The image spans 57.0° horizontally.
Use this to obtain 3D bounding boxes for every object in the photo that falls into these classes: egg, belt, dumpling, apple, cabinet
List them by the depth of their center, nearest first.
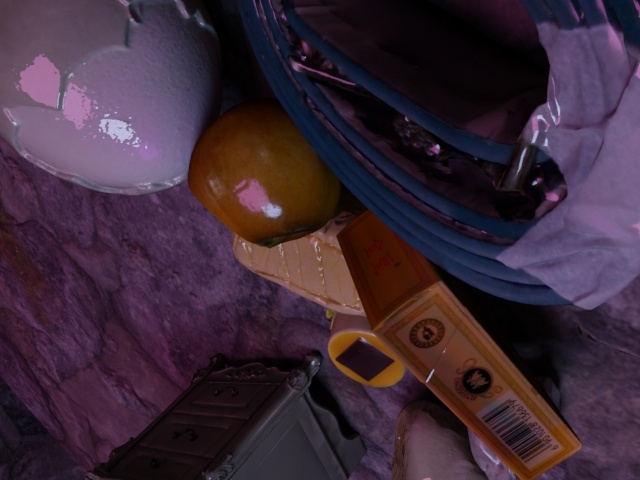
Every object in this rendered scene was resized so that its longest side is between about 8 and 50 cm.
[{"bbox_3d":[0.102,-0.156,0.444,0.436,0.173,0.300,44,149,23],"label":"belt"},{"bbox_3d":[-0.058,-0.062,0.620,0.163,0.146,0.147,-34,74,23],"label":"apple"},{"bbox_3d":[-0.252,-0.205,0.677,0.336,0.278,0.278,44,136,9],"label":"egg"},{"bbox_3d":[0.230,0.236,0.716,0.108,0.127,0.188,27,139,9],"label":"dumpling"},{"bbox_3d":[-0.142,0.360,0.962,0.290,0.318,0.227,-12,113,43],"label":"cabinet"}]

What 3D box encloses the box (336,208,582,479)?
[{"bbox_3d":[0.138,0.099,0.603,0.076,0.174,0.274,-39,117,10],"label":"box"}]

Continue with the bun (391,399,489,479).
[{"bbox_3d":[0.166,0.311,0.808,0.128,0.178,0.193,2,108,1],"label":"bun"}]

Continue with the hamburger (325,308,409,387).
[{"bbox_3d":[0.067,0.133,0.808,0.141,0.081,0.126,23,134,8],"label":"hamburger"}]

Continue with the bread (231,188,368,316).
[{"bbox_3d":[0.000,0.000,0.748,0.236,0.106,0.140,21,131,26],"label":"bread"}]
